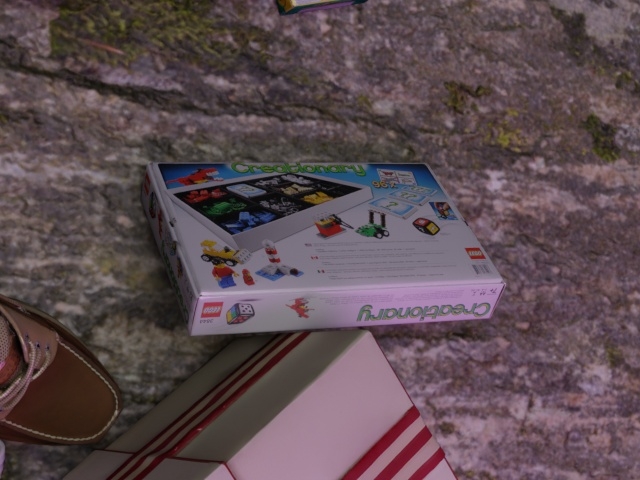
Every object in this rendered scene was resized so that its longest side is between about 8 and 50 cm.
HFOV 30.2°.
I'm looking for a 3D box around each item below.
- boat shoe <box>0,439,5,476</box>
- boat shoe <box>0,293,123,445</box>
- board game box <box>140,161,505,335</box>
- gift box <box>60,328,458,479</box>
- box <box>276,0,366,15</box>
[{"bbox_3d":[-0.381,0.186,0.956,0.258,0.095,0.084,5,115,-42],"label":"boat shoe"},{"bbox_3d":[-0.289,0.094,0.973,0.324,0.120,0.123,37,79,-39],"label":"boat shoe"},{"bbox_3d":[0.000,0.000,1.127,0.305,0.053,0.193,-1,40,-23],"label":"board game box"},{"bbox_3d":[-0.057,0.250,1.034,0.258,0.276,0.255,-40,103,-34],"label":"gift box"},{"bbox_3d":[-0.012,-0.330,1.230,0.105,0.043,0.179,-13,92,-24],"label":"box"}]
